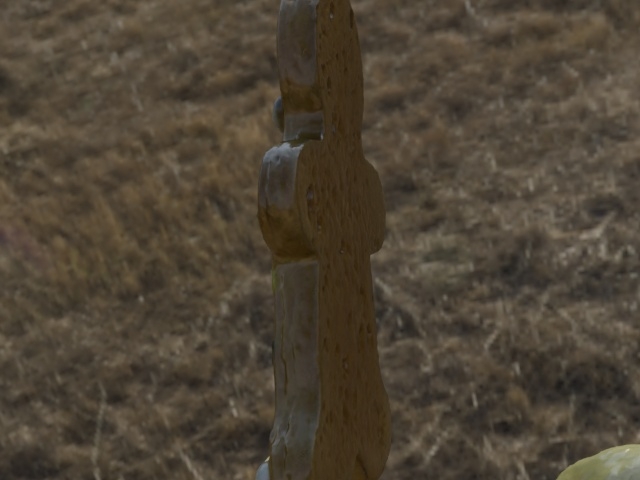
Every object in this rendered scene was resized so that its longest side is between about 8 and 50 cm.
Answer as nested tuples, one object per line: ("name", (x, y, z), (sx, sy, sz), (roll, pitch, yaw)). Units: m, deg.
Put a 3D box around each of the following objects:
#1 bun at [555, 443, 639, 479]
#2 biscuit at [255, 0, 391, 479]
("bun", (0.104, 0.119, 0.393), (0.115, 0.115, 0.069), (8, 1, 31))
("biscuit", (-0.002, 0.000, 0.562), (0.035, 0.240, 0.158), (-3, -5, 14))
